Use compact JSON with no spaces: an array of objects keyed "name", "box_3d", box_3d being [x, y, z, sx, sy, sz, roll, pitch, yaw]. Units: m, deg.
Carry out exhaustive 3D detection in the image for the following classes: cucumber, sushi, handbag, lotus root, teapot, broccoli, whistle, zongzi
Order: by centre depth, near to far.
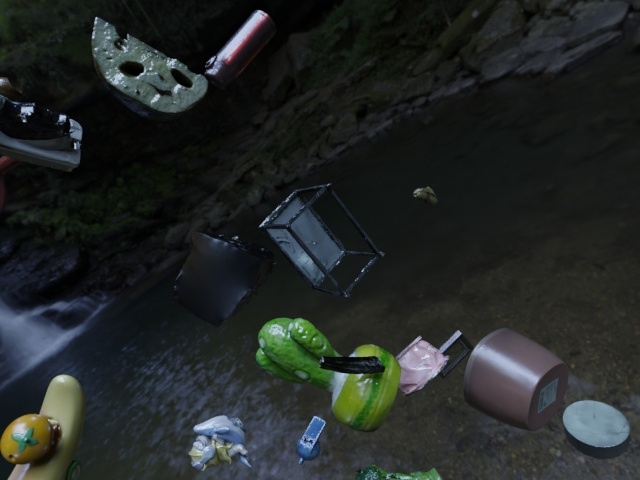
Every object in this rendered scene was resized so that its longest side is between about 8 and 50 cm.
[{"name":"cucumber","box_3d":[0.062,0.245,0.838,0.135,0.033,0.034,2,36,-19]},{"name":"lotus root","box_3d":[-0.363,-0.335,0.889,0.119,0.235,0.138,-5,58,64]},{"name":"teapot","box_3d":[-0.680,-0.293,0.928,0.080,0.110,0.085,-34,-18,-4]},{"name":"broccoli","box_3d":[0.227,0.730,1.179,0.269,0.269,0.254,-36,-18,-10]},{"name":"sushi","box_3d":[-0.251,0.100,1.218,0.212,0.215,0.227,-22,-46,-69]},{"name":"zongzi","box_3d":[0.293,-0.142,1.225,0.040,0.076,0.083,-49,32,37]},{"name":"handbag","box_3d":[0.294,0.400,1.363,0.179,0.116,0.205,-28,-23,-43]},{"name":"whistle","box_3d":[-0.031,0.705,1.499,0.090,0.090,0.158,-13,34,52]}]

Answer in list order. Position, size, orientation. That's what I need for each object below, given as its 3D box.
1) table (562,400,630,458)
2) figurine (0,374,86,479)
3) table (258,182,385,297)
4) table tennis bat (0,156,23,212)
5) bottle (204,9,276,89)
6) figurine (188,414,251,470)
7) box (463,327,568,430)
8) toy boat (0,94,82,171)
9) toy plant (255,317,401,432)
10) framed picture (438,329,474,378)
[{"name":"table","box_3d":[0.654,0.447,1.021,0.133,0.043,0.133,-16,24,7]},{"name":"figurine","box_3d":[-0.683,0.495,1.048,0.124,0.222,0.324,3,67,6]},{"name":"table","box_3d":[0.000,0.000,1.542,0.222,0.335,0.272,-47,20,-20]},{"name":"table tennis bat","box_3d":[-0.971,-0.163,1.217,0.310,0.200,0.038,-28,23,10]},{"name":"bottle","box_3d":[-0.153,-0.356,0.806,0.164,0.060,0.060,-55,20,-12]},{"name":"figurine","box_3d":[-0.305,0.635,1.328,0.184,0.208,0.128,-50,8,-17]},{"name":"box","box_3d":[0.640,0.458,1.400,0.301,0.301,0.216,-39,31,-19]},{"name":"toy boat","box_3d":[-0.596,-0.232,0.820,0.141,0.269,0.141,-15,63,32]},{"name":"toy plant","box_3d":[0.004,0.277,0.949,0.224,0.316,0.184,110,-175,-47]},{"name":"framed picture","box_3d":[0.484,0.426,1.596,0.168,0.128,0.023,-45,36,0]}]
